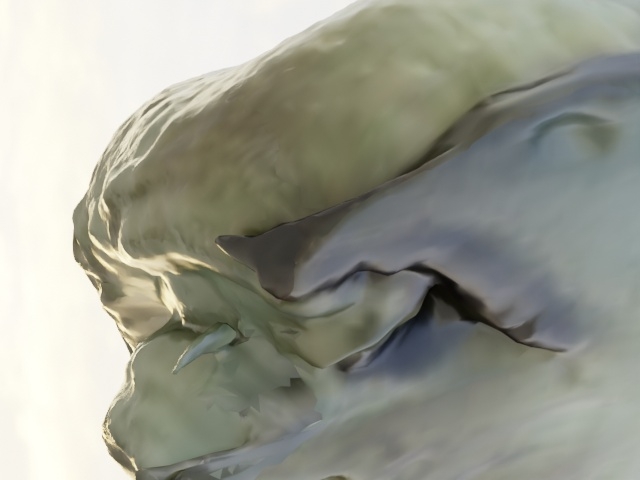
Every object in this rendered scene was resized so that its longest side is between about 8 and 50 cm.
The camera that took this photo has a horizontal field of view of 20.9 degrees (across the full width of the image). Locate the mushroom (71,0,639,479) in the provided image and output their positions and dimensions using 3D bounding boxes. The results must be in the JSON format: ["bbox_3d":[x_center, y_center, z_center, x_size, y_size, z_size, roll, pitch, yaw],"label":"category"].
[{"bbox_3d":[0.028,0.017,0.493,0.164,0.189,0.267,50,-9,40],"label":"mushroom"}]
